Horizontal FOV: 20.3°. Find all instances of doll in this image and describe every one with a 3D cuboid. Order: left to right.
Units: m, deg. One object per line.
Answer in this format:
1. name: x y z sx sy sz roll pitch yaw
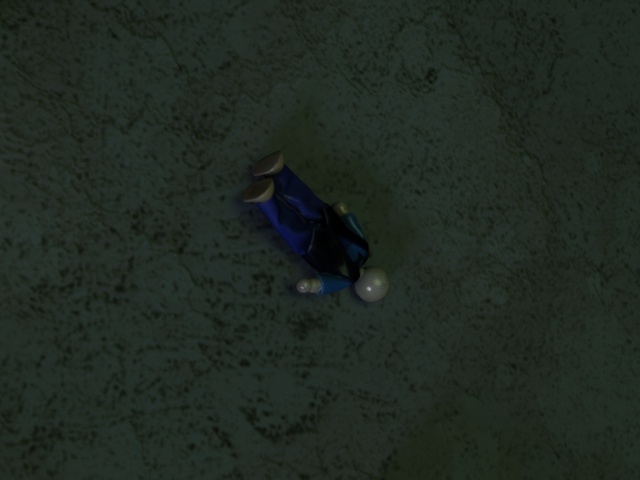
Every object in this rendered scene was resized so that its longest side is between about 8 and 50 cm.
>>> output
1. doll: 0.000 0.000 1.794 0.189 0.046 0.129 43 46 -26
